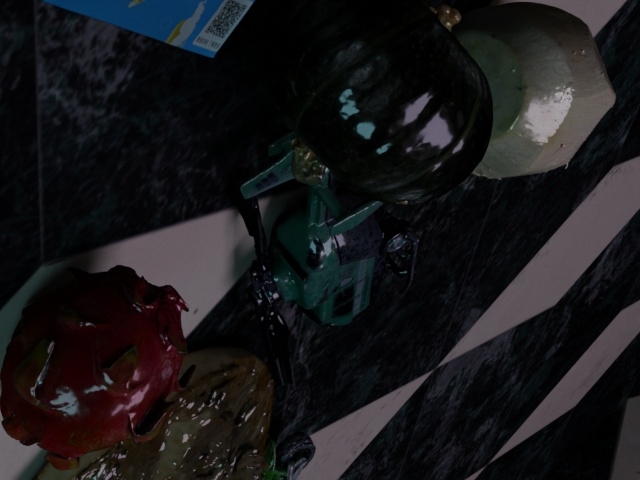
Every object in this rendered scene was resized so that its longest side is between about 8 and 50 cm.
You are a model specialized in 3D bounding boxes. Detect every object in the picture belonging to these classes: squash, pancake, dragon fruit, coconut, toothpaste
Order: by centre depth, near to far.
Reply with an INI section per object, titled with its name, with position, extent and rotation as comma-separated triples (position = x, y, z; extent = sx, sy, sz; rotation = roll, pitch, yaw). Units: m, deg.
[toothpaste]
position = -0.127, -0.157, 0.860
extent = 0.050, 0.065, 0.267
rotation = -52, 160, 13
[squash]
position = 0.038, -0.113, 1.103
extent = 0.156, 0.193, 0.193
rotation = -23, 169, 22
[dragon fruit]
position = -0.169, 0.094, 1.121
extent = 0.166, 0.136, 0.133
rotation = -36, 174, 20
[coconut]
position = 0.179, -0.134, 1.402
extent = 0.162, 0.161, 0.161
rotation = -4, 131, -51
[pancake]
position = -0.179, 0.269, 1.447
extent = 0.382, 0.071, 0.382
rotation = -40, 149, -30

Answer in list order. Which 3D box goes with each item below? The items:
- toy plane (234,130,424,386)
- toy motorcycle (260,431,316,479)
[toy plane]
position = 0.000, 0.000, 1.349
extent = 0.155, 0.106, 0.381
rotation = -33, 159, -16
[toy motorcycle]
position = -0.079, 0.289, 1.732
extent = 0.106, 0.074, 0.190
rotation = 5, 123, -56
